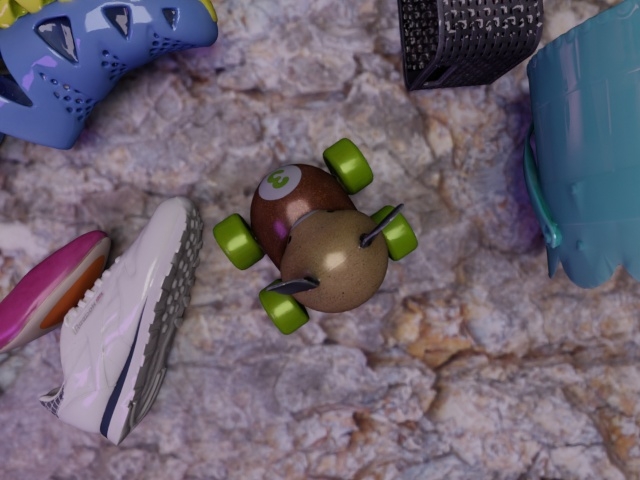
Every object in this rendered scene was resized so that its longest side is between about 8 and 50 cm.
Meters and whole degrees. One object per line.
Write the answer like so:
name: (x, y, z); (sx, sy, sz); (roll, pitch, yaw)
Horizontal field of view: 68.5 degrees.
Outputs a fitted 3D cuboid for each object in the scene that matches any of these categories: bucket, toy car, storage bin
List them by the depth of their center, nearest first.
bucket: (0.299, -0.082, 0.356); (0.281, 0.281, 0.183); (-12, 92, -2)
toy car: (0.000, 0.000, 0.379); (0.155, 0.188, 0.149); (-35, 94, -1)
storage bin: (0.120, -0.235, 0.409); (0.084, 0.122, 0.180); (-5, 93, -2)

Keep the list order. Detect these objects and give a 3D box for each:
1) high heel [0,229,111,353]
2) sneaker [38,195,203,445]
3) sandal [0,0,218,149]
high heel: (-0.305, 0.060, 0.429); (0.117, 0.082, 0.244); (42, 96, 2)
sneaker: (-0.180, 0.064, 0.429); (0.094, 0.090, 0.235); (21, 90, 6)
sandal: (-0.239, -0.143, 0.406); (0.317, 0.126, 0.138); (-13, 107, 1)
